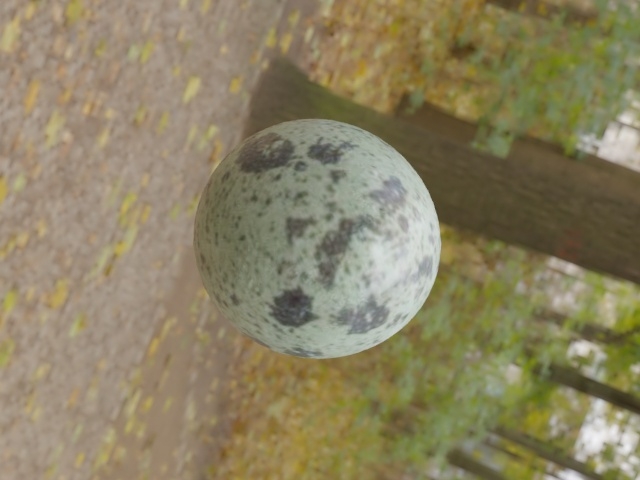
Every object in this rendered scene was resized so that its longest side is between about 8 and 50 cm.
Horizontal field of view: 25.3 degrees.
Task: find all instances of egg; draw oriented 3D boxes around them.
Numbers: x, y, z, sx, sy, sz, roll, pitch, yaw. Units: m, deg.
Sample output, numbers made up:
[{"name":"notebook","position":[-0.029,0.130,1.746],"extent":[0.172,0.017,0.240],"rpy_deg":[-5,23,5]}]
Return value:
[{"name":"egg","position":[0.000,0.000,0.781],"extent":[0.132,0.132,0.172],"rpy_deg":[-68,-160,-1]}]
